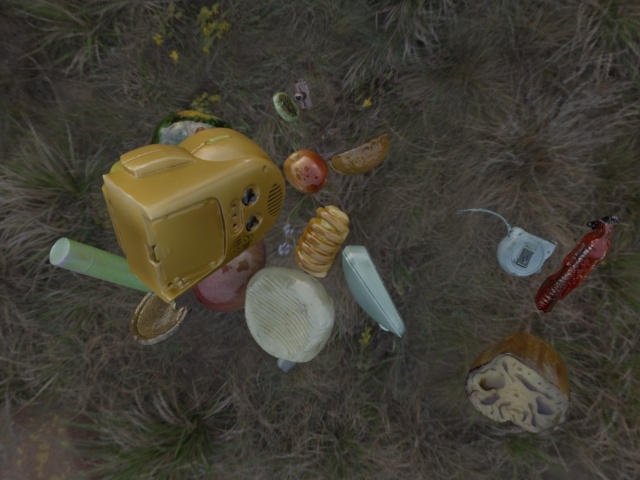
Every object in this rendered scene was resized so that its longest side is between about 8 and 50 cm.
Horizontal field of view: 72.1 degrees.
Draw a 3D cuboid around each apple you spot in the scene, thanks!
[{"bbox_3d":[-0.308,0.085,1.508,0.269,0.345,0.345,-13,98,-13],"label":"apple"},{"bbox_3d":[-0.064,-0.291,1.848,0.199,0.199,0.199,0,98,-1],"label":"apple"}]

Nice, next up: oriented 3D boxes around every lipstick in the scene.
[{"bbox_3d":[-0.547,0.072,1.157,0.076,0.304,0.076,-10,66,25],"label":"lipstick"}]

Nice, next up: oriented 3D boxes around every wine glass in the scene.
[{"bbox_3d":[-0.068,0.321,1.399,0.066,0.066,0.198,33,83,-5],"label":"wine glass"}]

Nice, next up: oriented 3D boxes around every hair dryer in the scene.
[{"bbox_3d":[-0.076,-0.567,1.746,0.064,0.182,0.117,-13,110,14],"label":"hair dryer"}]

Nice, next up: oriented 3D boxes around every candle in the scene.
[{"bbox_3d":[0.501,0.051,0.865,0.084,0.302,0.059,-33,58,-20],"label":"candle"}]

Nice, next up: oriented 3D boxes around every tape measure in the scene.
[{"bbox_3d":[0.563,0.007,1.382,0.330,0.084,0.164,20,96,-7],"label":"tape measure"}]

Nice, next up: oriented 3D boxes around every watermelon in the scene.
[{"bbox_3d":[-0.377,-0.271,1.347,0.269,0.269,0.269,0,98,-1],"label":"watermelon"}]

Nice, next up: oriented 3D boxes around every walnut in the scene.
[{"bbox_3d":[0.131,-0.255,1.369,0.211,0.167,0.087,-25,95,-7],"label":"walnut"}]

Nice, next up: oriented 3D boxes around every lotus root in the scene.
[{"bbox_3d":[0.448,0.303,0.997,0.188,0.180,0.199,43,128,8],"label":"lotus root"}]

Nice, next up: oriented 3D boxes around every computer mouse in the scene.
[{"bbox_3d":[0.138,0.144,1.222,0.097,0.159,0.288,-26,86,5],"label":"computer mouse"}]

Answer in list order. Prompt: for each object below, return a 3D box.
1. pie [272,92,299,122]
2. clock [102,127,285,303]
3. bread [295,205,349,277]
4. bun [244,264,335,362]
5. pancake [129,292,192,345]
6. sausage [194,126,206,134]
[{"bbox_3d":[-0.088,-0.342,1.129,0.017,0.085,0.085,-23,100,41],"label":"pie"},{"bbox_3d":[-0.211,-0.068,0.820,0.200,0.317,0.244,39,140,30],"label":"clock"},{"bbox_3d":[0.000,0.000,1.829,0.173,0.121,0.311,34,117,17],"label":"bread"},{"bbox_3d":[-0.063,0.157,0.997,0.231,0.133,0.231,8,107,26],"label":"bun"},{"bbox_3d":[-0.596,0.265,1.649,0.286,0.288,0.033,-8,136,25],"label":"pancake"},{"bbox_3d":[-0.263,-0.204,1.097,0.043,0.043,0.186,-35,83,3],"label":"sausage"}]
